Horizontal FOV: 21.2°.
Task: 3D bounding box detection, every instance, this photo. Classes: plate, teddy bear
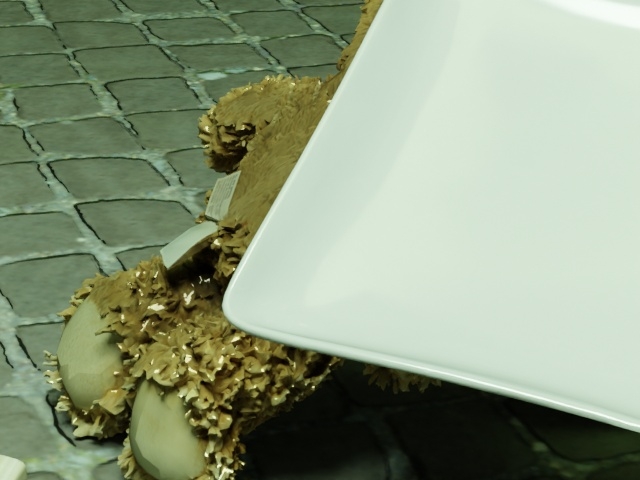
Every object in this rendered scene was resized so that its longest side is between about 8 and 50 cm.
[{"bbox_3d":[0.134,-0.028,0.765,0.277,0.045,0.278,14,54,20],"label":"plate"},{"bbox_3d":[0.000,0.000,0.914,0.245,0.113,0.338,7,56,49],"label":"teddy bear"}]

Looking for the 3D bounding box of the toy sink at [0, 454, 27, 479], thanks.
[{"bbox_3d":[-0.243,0.151,0.640,0.234,0.131,0.153,6,24,8],"label":"toy sink"}]
